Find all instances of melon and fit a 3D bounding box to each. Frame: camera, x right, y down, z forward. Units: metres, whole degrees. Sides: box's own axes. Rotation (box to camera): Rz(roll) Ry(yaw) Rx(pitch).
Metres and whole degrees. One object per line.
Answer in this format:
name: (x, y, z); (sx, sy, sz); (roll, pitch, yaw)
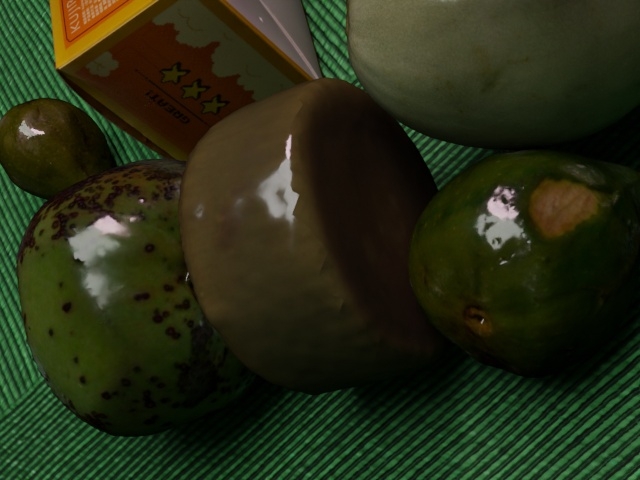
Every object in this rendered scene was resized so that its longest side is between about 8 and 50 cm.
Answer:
melon: (0.175, -0.204, 1.081); (0.308, 0.272, 0.272); (-31, 49, -3)

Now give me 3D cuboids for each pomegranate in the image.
pomegranate: (-0.194, 0.070, 1.283); (0.340, 0.285, 0.285); (-29, 46, 54)

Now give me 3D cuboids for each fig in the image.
fig: (-0.327, -0.086, 1.533); (0.126, 0.133, 0.185); (-26, 72, 12)
fig: (0.203, 0.005, 1.082); (0.245, 0.195, 0.195); (-30, 41, -26)

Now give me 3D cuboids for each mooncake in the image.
mooncake: (0.000, 0.000, 1.140); (0.155, 0.284, 0.284); (-19, 55, 32)

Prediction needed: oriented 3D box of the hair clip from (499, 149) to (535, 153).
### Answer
hair clip: (0.170, -0.151, 1.244); (0.034, 0.072, 0.226); (-31, 50, 14)

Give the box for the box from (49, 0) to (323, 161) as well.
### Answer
box: (-0.167, -0.278, 1.431); (0.214, 0.259, 0.283); (-28, 52, 19)
